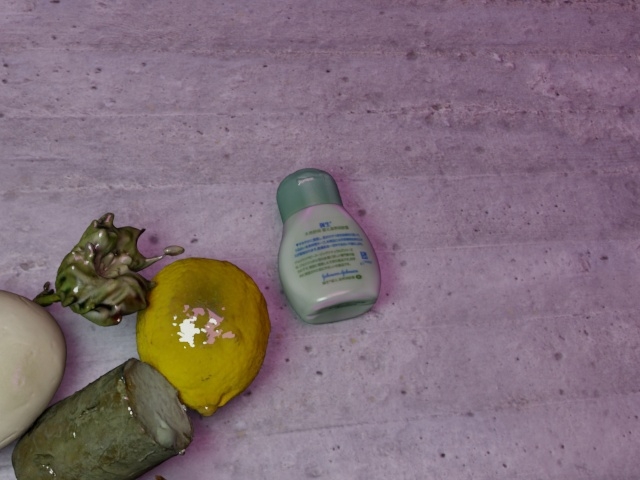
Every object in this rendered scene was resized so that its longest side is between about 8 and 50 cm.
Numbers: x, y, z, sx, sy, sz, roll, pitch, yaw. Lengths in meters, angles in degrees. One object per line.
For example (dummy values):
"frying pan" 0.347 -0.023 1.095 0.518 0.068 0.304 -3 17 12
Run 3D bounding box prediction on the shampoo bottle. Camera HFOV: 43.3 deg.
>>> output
"shampoo bottle" 0.000 0.000 1.789 0.222 0.151 0.349 -11 66 -12

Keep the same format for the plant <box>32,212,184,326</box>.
"plant" -0.441 0.110 1.511 0.180 0.333 0.251 46 30 -6

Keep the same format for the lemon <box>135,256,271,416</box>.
"lemon" -0.230 0.180 1.569 0.268 0.268 0.321 10 54 -8

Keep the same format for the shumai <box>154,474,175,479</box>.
"shumai" -0.270 0.552 1.366 0.262 0.267 0.314 -17 56 -28

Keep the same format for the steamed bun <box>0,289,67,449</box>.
"steamed bun" -0.623 0.209 1.414 0.312 0.233 0.333 -10 44 15

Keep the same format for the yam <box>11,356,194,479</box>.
"yam" -0.384 0.348 1.425 0.300 0.195 0.195 -32 67 20
